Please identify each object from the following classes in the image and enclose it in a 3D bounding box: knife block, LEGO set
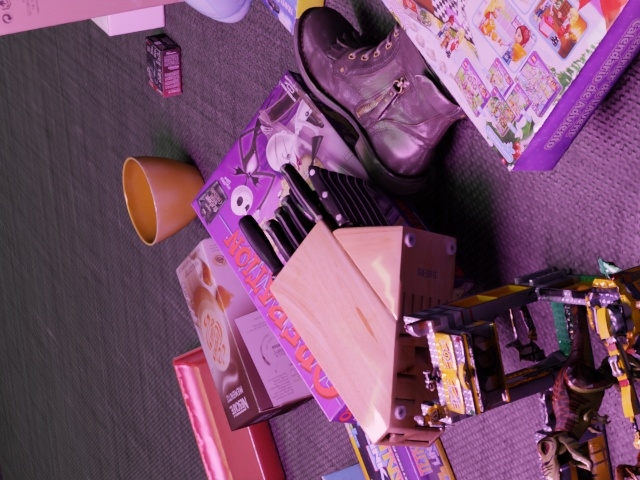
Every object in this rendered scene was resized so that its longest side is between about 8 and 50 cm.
[{"bbox_3d":[0.012,0.060,1.348,0.242,0.088,0.276,-3,80,43],"label":"knife block"},{"bbox_3d":[0.197,0.170,1.173,0.255,0.192,0.331,21,123,60],"label":"LEGO set"}]

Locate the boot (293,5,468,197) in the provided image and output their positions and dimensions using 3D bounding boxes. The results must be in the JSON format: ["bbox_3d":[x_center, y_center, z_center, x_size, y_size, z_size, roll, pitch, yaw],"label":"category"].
[{"bbox_3d":[0.084,-0.194,1.351,0.263,0.091,0.229,59,146,22],"label":"boot"}]

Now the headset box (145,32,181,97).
[{"bbox_3d":[-0.232,-0.255,2.010,0.062,0.032,0.083,44,142,49],"label":"headset box"}]

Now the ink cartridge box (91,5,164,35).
[{"bbox_3d":[-0.293,-0.366,2.002,0.143,0.092,0.090,44,142,48],"label":"ink cartridge box"}]

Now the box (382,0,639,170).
[{"bbox_3d":[0.152,-0.230,1.142,0.293,0.057,0.201,59,135,31],"label":"box"}]

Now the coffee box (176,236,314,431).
[{"bbox_3d":[-0.101,0.122,1.874,0.247,0.098,0.141,69,155,11],"label":"coffee box"}]

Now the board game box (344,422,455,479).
[{"bbox_3d":[0.092,0.250,1.608,0.170,0.048,0.141,68,155,13],"label":"board game box"}]

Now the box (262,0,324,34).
[{"bbox_3d":[-0.032,-0.337,1.534,0.109,0.042,0.178,53,149,40],"label":"box"}]

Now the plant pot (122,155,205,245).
[{"bbox_3d":[-0.226,-0.069,2.029,0.134,0.095,0.134,43,141,49],"label":"plant pot"}]

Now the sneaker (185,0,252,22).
[{"bbox_3d":[-0.161,-0.401,1.662,0.150,0.135,0.366,53,-159,-49],"label":"sneaker"}]

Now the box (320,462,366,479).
[{"bbox_3d":[0.028,0.408,1.814,0.100,0.060,0.244,58,150,32],"label":"box"}]

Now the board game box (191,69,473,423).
[{"bbox_3d":[0.000,0.000,1.463,0.208,0.056,0.347,-56,50,25],"label":"board game box"}]

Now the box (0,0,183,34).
[{"bbox_3d":[-0.303,-0.361,1.768,0.148,0.311,0.121,31,131,57],"label":"box"}]

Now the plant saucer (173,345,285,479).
[{"bbox_3d":[-0.138,0.285,2.106,0.259,0.047,0.259,-29,78,65],"label":"plant saucer"}]
